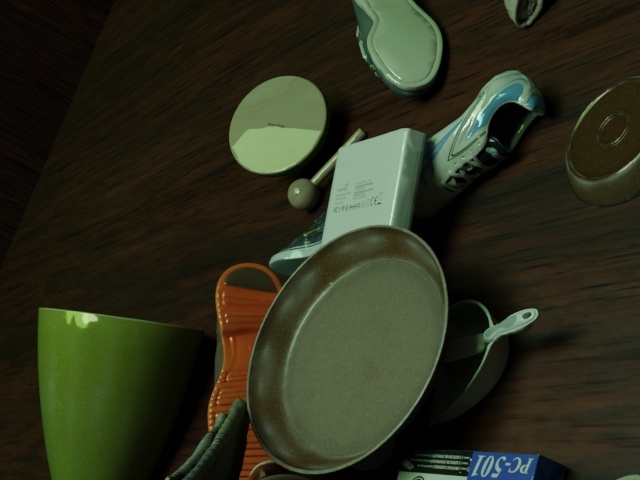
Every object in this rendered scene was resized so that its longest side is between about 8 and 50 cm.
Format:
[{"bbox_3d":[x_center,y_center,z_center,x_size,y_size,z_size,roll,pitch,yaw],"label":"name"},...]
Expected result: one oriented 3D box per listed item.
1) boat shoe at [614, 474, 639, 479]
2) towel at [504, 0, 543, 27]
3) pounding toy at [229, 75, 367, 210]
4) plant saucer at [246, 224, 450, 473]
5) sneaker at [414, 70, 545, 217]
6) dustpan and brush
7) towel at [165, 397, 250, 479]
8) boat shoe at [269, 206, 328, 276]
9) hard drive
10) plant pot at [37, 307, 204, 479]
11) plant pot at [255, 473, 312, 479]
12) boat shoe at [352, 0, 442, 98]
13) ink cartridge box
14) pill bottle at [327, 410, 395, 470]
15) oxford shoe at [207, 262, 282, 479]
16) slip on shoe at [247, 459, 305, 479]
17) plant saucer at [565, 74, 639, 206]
[{"bbox_3d":[0.204,0.354,0.918,0.335,0.095,0.112,-54,15,4],"label":"boat shoe"},{"bbox_3d":[0.290,-0.456,1.433,0.187,0.049,0.282,-94,11,-49],"label":"towel"},{"bbox_3d":[-0.034,-0.160,1.791,0.183,0.110,0.237,-48,58,2],"label":"pounding toy"},{"bbox_3d":[0.037,0.130,1.250,0.310,0.050,0.310,-28,45,32],"label":"plant saucer"},{"bbox_3d":[0.193,-0.113,1.362,0.237,0.085,0.086,-50,37,25],"label":"sneaker"},{"bbox_3d":[0.180,0.117,1.186,0.211,0.060,0.147,-26,43,48],"label":"dustpan and brush"},{"bbox_3d":[-0.151,0.364,1.208,0.324,0.056,0.312,-37,-44,-80],"label":"towel"},{"bbox_3d":[0.000,0.000,1.601,0.183,0.065,0.083,-17,49,43],"label":"boat shoe"},{"bbox_3d":[0.054,0.016,1.415,0.203,0.040,0.307,-8,71,65],"label":"hard drive"},{"bbox_3d":[-0.349,0.274,1.747,0.275,0.275,0.293,-3,77,58],"label":"plant pot"},{"bbox_3d":[0.030,0.340,1.033,0.229,0.263,0.263,-28,41,36],"label":"plant pot"},{"bbox_3d":[0.120,-0.311,1.687,0.319,0.116,0.099,-107,9,-46],"label":"boat shoe"},{"bbox_3d":[0.156,0.270,1.100,0.207,0.046,0.097,-12,56,55],"label":"ink cartridge box"},{"bbox_3d":[0.031,0.220,1.312,0.086,0.086,0.152,-59,28,2],"label":"pill bottle"},{"bbox_3d":[-0.096,0.218,1.532,0.133,0.130,0.364,101,170,-57],"label":"oxford shoe"},{"bbox_3d":[-0.054,0.394,1.266,0.123,0.101,0.331,-44,33,25],"label":"slip on shoe"},{"bbox_3d":[0.334,-0.118,1.186,0.168,0.029,0.168,-39,35,35],"label":"plant saucer"}]
